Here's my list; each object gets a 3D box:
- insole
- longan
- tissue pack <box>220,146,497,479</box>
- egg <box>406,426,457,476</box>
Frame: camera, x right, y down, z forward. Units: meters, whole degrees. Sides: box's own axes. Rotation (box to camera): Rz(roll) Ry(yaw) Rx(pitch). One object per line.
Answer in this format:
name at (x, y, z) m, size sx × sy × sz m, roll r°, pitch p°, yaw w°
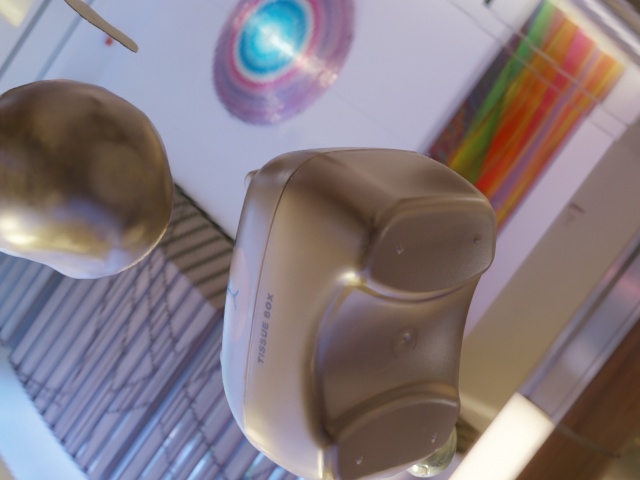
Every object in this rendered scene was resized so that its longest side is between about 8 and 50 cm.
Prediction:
insole at (-0.437, -0.434, 2.096) m, size 0.188 × 0.004 × 0.064 m, roll 35°, pitch -153°, yaw -27°
longan at (-0.459, -0.112, 1.933) m, size 0.404 × 0.404 × 0.336 m, roll 31°, pitch -159°, yaw -31°
tissue pack at (0.029, 0.076, 1.273) m, size 0.267 × 0.387 × 0.277 m, roll -6°, pitch -155°, yaw -36°
egg at (0.174, 0.334, 1.782) m, size 0.114 × 0.114 × 0.152 m, roll 33°, pitch -156°, yaw -20°
